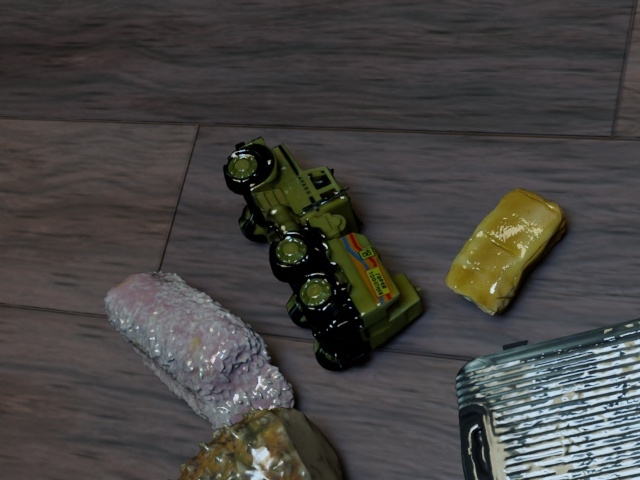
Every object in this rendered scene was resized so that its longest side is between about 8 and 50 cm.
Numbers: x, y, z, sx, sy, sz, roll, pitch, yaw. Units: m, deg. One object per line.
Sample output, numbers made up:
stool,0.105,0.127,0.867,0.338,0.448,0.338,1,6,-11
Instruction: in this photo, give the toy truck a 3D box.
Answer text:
toy truck,-0.005,0.001,1.337,0.127,0.127,0.257,-31,57,-7

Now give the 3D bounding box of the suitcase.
suitcase,0.279,0.176,1.119,0.312,0.128,0.202,-16,63,18

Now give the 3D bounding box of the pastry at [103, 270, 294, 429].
pastry,-0.134,0.112,1.351,0.265,0.112,0.103,36,75,31

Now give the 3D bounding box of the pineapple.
pineapple,-0.131,0.282,1.254,0.310,0.170,0.141,-34,30,13

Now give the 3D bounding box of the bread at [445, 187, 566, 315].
bread,0.186,0.011,1.279,0.074,0.053,0.132,36,84,32
